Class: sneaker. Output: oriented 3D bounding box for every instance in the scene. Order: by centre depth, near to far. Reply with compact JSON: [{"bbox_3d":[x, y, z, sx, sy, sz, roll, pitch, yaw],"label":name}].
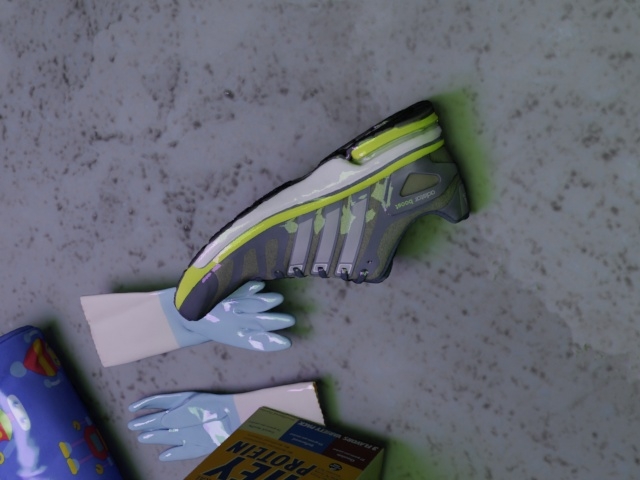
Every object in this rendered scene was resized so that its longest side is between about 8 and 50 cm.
[{"bbox_3d":[0.000,0.000,1.324,0.300,0.111,0.121,-32,94,15],"label":"sneaker"}]

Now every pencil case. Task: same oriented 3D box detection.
[{"bbox_3d":[-0.282,0.238,1.512,0.133,0.119,0.306,-29,88,2],"label":"pencil case"}]

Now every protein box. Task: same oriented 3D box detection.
[{"bbox_3d":[-0.051,0.298,1.363,0.136,0.201,0.199,16,115,20],"label":"protein box"}]

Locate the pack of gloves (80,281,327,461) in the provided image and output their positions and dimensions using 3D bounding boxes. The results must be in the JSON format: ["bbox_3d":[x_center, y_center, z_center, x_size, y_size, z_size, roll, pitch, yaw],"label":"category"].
[{"bbox_3d":[-0.106,0.126,1.464,0.232,0.046,0.195,-7,111,27],"label":"pack of gloves"}]
